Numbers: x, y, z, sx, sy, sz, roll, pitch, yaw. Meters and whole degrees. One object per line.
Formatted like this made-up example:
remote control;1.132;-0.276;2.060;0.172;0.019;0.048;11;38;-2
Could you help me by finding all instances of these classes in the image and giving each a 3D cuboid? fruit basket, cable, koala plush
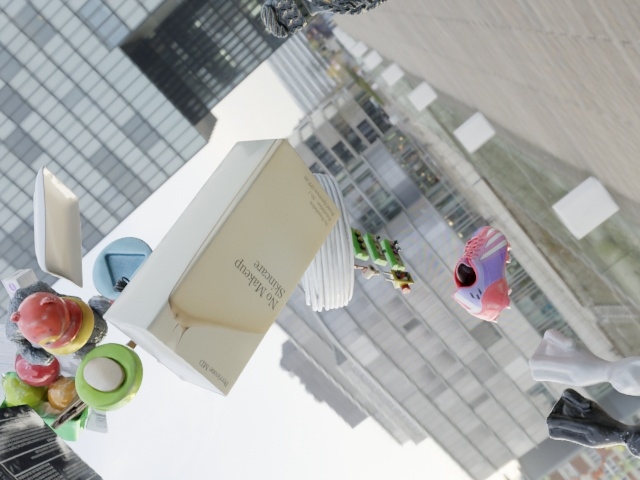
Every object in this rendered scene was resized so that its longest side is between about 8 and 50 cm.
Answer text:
fruit basket;-0.757;0.381;1.754;0.165;0.326;0.354;-84;-2;-69
cable;0.000;0.000;1.171;0.257;0.089;0.257;-108;10;-63
koala plush;-0.612;0.202;1.519;0.221;0.196;0.203;13;150;13

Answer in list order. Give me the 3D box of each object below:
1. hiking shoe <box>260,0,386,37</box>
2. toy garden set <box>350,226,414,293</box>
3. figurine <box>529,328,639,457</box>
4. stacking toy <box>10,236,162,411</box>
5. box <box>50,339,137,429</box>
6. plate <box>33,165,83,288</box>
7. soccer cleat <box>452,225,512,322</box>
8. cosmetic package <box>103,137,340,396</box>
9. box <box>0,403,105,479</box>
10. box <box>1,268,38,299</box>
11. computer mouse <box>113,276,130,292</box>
hiking shoe;0.017;-0.526;1.291;0.113;0.303;0.132;57;-147;-46
toy garden set;0.151;0.040;1.773;0.244;0.049;0.204;17;-143;-32
figurine;0.480;0.265;1.065;0.209;0.092;0.215;5;121;53
stacking toy;-0.410;0.154;1.210;0.280;0.308;0.130;52;175;25
box;-0.496;0.314;1.404;0.021;0.164;0.201;45;-156;-11
plate;-0.703;-0.024;1.687;0.278;0.045;0.278;99;163;-76
soccer cleat;0.272;0.039;1.086;0.095;0.083;0.248;28;-145;-8
cosmetic package;-0.118;0.027;0.844;0.113;0.310;0.160;4;144;44
box;-0.430;0.405;0.899;0.294;0.183;0.296;41;168;4
box;-0.812;0.238;1.843;0.067;0.063;0.324;-52;-50;-54
computer mouse;-0.261;0.071;1.058;0.106;0.193;0.042;37;-134;-23
